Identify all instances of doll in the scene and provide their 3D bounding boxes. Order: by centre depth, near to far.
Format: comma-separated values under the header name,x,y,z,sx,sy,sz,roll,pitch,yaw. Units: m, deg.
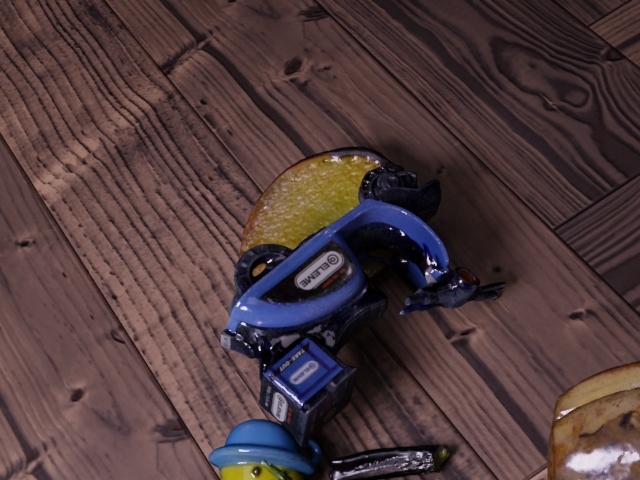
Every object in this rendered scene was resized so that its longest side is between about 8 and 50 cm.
name,x,y,z,sx,sy,sz,roll,pitch,yaw
doll,-0.121,0.336,1.352,0.199,0.145,0.363,48,61,-2

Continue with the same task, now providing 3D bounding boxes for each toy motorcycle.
name,x,y,z,sx,sy,sz,roll,pitch,yaw
toy motorcycle,0.046,0.055,1.473,0.212,0.125,0.358,40,60,20

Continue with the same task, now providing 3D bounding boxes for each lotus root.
name,x,y,z,sx,sy,sz,roll,pitch,yaw
lotus root,0.361,0.198,1.276,0.290,0.193,0.193,-9,51,10

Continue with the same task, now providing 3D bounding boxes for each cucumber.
name,x,y,z,sx,sy,sz,roll,pitch,yaw
cucumber,0.074,0.243,1.418,0.134,0.033,0.034,-7,13,11

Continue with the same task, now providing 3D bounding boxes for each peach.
name,x,y,z,sx,sy,sz,roll,pitch,yaw
peach,0.001,0.001,1.609,0.279,0.068,0.189,-41,63,-20

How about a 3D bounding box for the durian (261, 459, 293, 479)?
name,x,y,z,sx,sy,sz,roll,pitch,yaw
durian,0.023,0.297,1.335,0.215,0.100,0.086,27,50,-1
